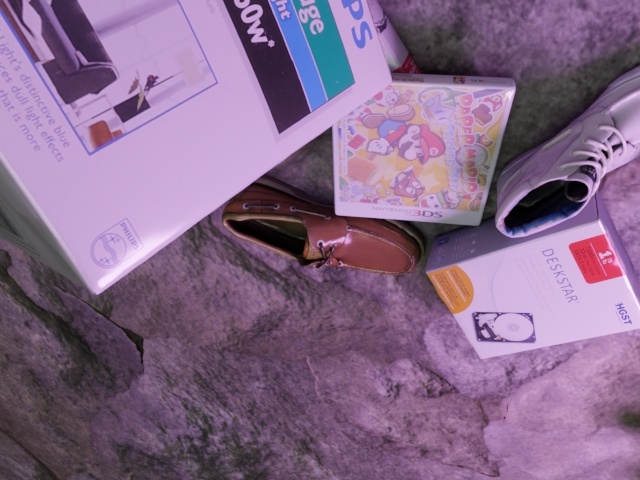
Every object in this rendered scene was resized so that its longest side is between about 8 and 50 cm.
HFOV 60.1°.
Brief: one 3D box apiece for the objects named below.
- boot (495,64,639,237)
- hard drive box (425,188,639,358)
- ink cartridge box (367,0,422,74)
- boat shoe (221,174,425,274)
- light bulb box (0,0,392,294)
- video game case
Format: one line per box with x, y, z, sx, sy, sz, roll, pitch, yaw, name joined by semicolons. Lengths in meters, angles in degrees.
0.311;-0.091;0.626;0.095;0.123;0.258;41;129;-10;boot
0.292;0.051;0.762;0.232;0.089;0.181;-22;114;34;hard drive box
0.037;-0.231;0.678;0.109;0.063;0.150;-23;114;35;ink cartridge box
0.000;0.000;0.837;0.307;0.104;0.111;16;129;11;boat shoe
-0.191;-0.173;0.554;0.357;0.361;0.225;13;135;48;light bulb box
0.118;-0.108;0.706;0.206;0.026;0.227;5;139;7;video game case
